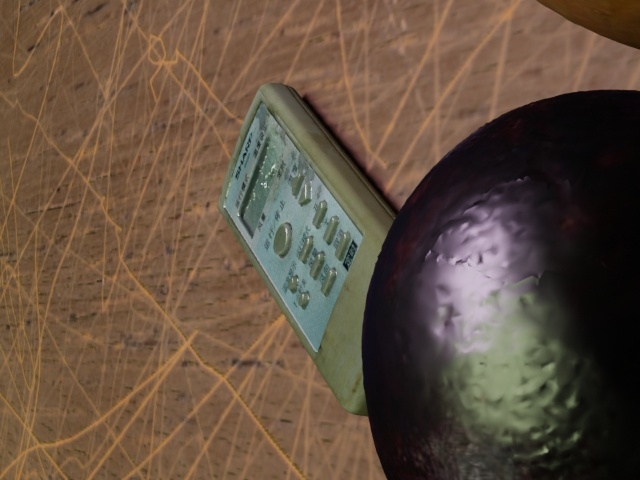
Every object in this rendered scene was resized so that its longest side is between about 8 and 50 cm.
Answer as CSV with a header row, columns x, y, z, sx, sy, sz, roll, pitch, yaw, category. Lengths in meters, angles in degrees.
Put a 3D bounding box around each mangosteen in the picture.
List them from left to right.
x,y,z,sx,sy,sz,roll,pitch,yaw,category
0.126,0.037,0.473,0.230,0.194,0.194,-16,68,31,mangosteen

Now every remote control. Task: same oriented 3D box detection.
x,y,z,sx,sy,sz,roll,pitch,yaw,category
0.000,0.000,0.830,0.233,0.038,0.098,56,131,51,remote control

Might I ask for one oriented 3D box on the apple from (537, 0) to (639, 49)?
x,y,z,sx,sy,sz,roll,pitch,yaw,category
0.142,-0.179,0.444,0.253,0.253,0.253,-20,67,58,apple
